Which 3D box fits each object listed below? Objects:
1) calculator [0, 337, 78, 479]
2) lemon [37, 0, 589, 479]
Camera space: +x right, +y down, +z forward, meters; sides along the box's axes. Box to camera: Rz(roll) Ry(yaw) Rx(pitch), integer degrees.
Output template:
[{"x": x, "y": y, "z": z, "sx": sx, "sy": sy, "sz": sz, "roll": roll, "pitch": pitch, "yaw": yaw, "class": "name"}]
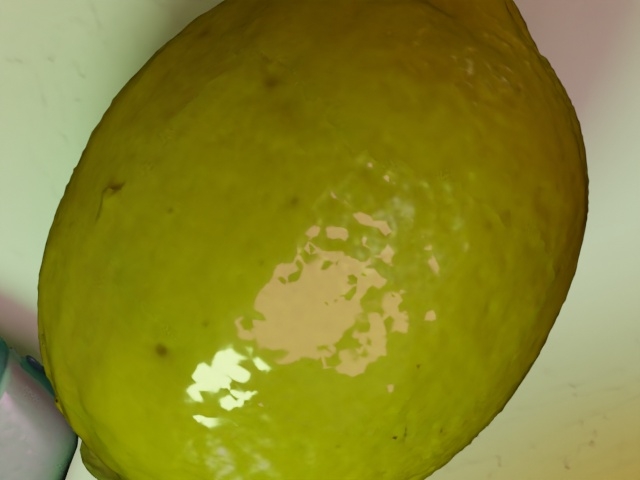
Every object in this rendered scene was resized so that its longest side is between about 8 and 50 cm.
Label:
[{"x": -0.237, "y": 0.168, "z": 0.964, "sx": 0.173, "sy": 0.051, "sz": 0.293, "roll": 18, "pitch": 105, "yaw": -19, "class": "calculator"}, {"x": -0.003, "y": 0.004, "z": 0.860, "sx": 0.263, "sy": 0.236, "sz": 0.236, "roll": -29, "pitch": 114, "yaw": 18, "class": "lemon"}]
